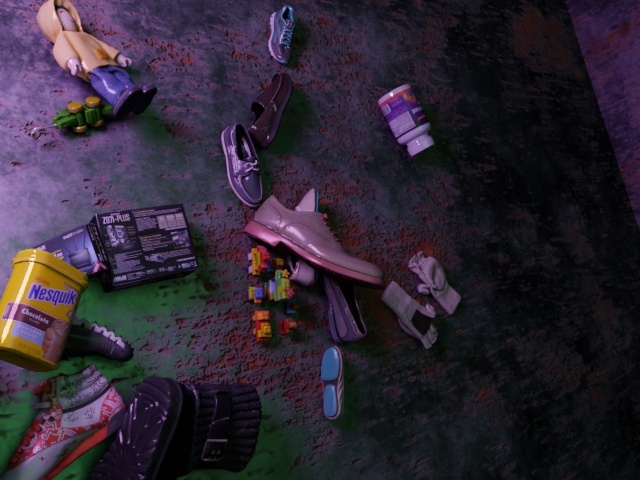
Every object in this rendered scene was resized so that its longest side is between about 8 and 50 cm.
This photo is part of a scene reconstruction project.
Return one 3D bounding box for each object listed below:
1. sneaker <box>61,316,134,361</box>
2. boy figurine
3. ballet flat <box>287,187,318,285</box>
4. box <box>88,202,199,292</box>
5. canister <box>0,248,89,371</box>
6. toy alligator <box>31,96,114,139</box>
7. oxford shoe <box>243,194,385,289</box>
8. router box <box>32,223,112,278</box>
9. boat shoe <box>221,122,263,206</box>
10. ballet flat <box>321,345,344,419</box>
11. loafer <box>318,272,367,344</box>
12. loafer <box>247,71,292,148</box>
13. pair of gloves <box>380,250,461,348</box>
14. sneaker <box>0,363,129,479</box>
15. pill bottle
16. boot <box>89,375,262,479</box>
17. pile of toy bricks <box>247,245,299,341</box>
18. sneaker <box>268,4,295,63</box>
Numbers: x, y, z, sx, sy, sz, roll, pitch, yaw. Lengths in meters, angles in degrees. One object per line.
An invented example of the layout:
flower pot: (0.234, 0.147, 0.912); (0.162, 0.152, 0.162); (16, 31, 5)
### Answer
sneaker: (-0.463, 0.186, 0.998); (0.234, 0.078, 0.106); (31, 63, -18)
boy figurine: (-0.473, -0.385, 1.146); (0.285, 0.092, 0.177); (48, 29, 3)
ballet flat: (-0.047, -0.013, 1.336); (0.086, 0.086, 0.248); (10, 71, -31)
box: (-0.359, 0.013, 1.117); (0.180, 0.077, 0.147); (-12, 82, -36)
canister: (-0.466, 0.118, 0.904); (0.126, 0.073, 0.169); (49, 38, -49)
toy alligator: (-0.511, -0.255, 1.123); (0.051, 0.056, 0.190); (34, 48, 28)
oxford shoe: (0.000, 0.000, 1.230); (0.348, 0.123, 0.130); (25, 79, 12)
router box: (-0.464, 0.033, 1.022); (0.038, 0.122, 0.092); (2, 66, -80)
boat shoe: (-0.181, -0.182, 1.304); (0.075, 0.065, 0.206); (-14, 83, -36)
ballet flat: (0.032, 0.336, 1.296); (0.052, 0.057, 0.168); (27, 62, -56)
loafer: (0.060, 0.119, 1.347); (0.096, 0.084, 0.267); (-4, 79, -46)
loafer: (-0.131, -0.342, 1.378); (0.078, 0.080, 0.220); (25, 63, -25)
pair of gloves: (0.291, 0.157, 1.521); (0.204, 0.042, 0.240); (53, 54, -8)
sneaker: (-0.475, 0.326, 0.937); (0.270, 0.090, 0.145); (-33, 93, -39)
pill bottle: (0.260, -0.352, 1.622); (0.108, 0.108, 0.193); (-29, 92, -36)
boot: (-0.263, 0.422, 1.021); (0.260, 0.131, 0.348); (31, 85, -52)
pile of toy bricks: (-0.096, 0.116, 1.239); (0.118, 0.105, 0.212); (4, 73, -32)
sneaker: (-0.099, -0.559, 1.472); (0.065, 0.076, 0.166); (3, 73, -32)
